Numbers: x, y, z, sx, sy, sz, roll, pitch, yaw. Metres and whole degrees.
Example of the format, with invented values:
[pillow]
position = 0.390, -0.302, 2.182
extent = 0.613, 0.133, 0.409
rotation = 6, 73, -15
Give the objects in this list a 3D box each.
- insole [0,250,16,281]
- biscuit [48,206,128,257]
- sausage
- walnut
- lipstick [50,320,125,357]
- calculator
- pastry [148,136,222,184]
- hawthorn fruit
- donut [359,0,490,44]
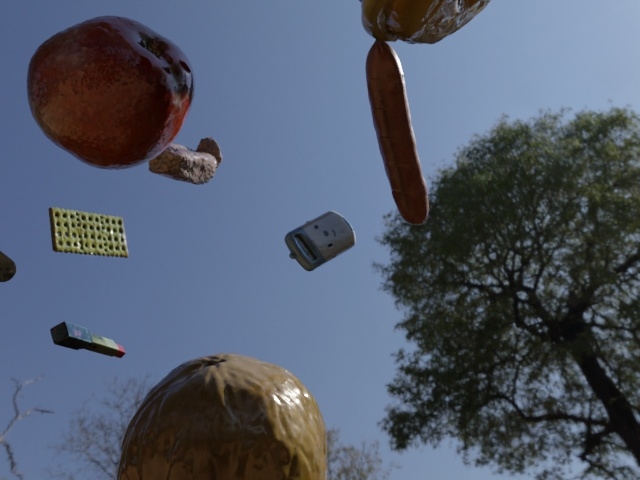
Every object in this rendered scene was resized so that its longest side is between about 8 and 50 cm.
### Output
[insole]
position = -0.687, 0.007, 1.139
extent = 0.006, 0.065, 0.193
rotation = 7, -42, 50
[biscuit]
position = -0.649, -0.022, 1.611
extent = 0.016, 0.139, 0.231
rotation = -26, -21, 32
[sausage]
position = 0.163, -0.214, 1.216
extent = 0.088, 0.088, 0.433
rotation = -13, -61, 9
[walnut]
position = -0.127, 0.324, 0.811
extent = 0.333, 0.332, 0.332
rotation = -2, -45, -2
[lipstick]
position = -0.663, 0.298, 1.670
extent = 0.051, 0.051, 0.312
rotation = -32, -24, 1
[calculator]
position = 0.000, 0.000, 1.502
extent = 0.210, 0.121, 0.039
rotation = -28, -15, -34
[pastry]
position = -0.335, -0.196, 1.434
extent = 0.103, 0.265, 0.112
rotation = 28, -71, 12
[hawthorn fruit]
position = -0.227, -0.165, 0.642
extent = 0.173, 0.172, 0.172
rotation = -2, -45, -2
[donut]
position = 0.233, -0.533, 0.983
extent = 0.198, 0.449, 0.449
rotation = 47, -54, 9
